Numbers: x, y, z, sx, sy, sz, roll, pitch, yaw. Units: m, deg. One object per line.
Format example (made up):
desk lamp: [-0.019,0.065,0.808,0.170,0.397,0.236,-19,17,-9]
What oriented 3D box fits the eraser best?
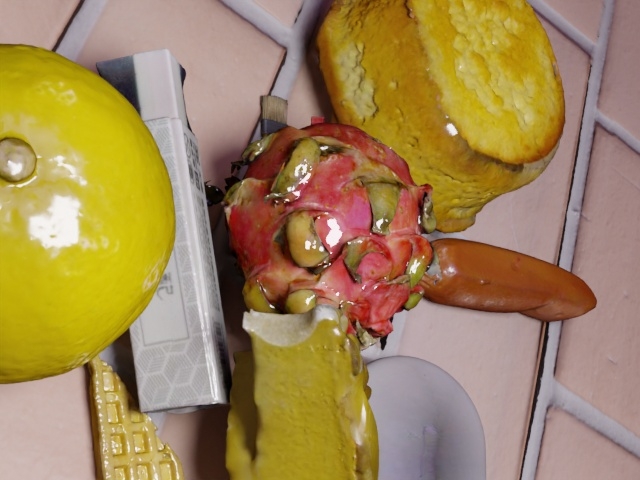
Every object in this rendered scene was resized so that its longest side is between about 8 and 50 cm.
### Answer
eraser: [-0.177,-0.008,1.221,0.096,0.098,0.403,-11,80,5]

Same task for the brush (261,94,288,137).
brush: [-0.060,-0.118,1.456,0.043,0.014,0.169,11,65,-32]

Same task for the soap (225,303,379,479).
soap: [-0.022,0.275,1.121,0.169,0.304,0.338,-2,64,8]

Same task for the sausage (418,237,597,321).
sausage: [0.272,0.061,1.578,0.349,0.097,0.094,11,72,-35]

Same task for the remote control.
remote control: [0.112,0.303,1.344,0.221,0.103,0.332,17,62,-24]

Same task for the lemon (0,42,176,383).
lemon: [-0.298,-0.025,1.024,0.348,0.348,0.347,16,62,-32]

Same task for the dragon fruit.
dragon fruit: [0.000,0.000,1.278,0.269,0.250,0.291,36,38,-22]

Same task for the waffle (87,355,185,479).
waffle: [-0.200,0.192,1.200,0.125,0.032,0.190,4,70,-35]

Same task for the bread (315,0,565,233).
bread: [0.179,-0.210,1.551,0.398,0.215,0.398,17,63,-37]
